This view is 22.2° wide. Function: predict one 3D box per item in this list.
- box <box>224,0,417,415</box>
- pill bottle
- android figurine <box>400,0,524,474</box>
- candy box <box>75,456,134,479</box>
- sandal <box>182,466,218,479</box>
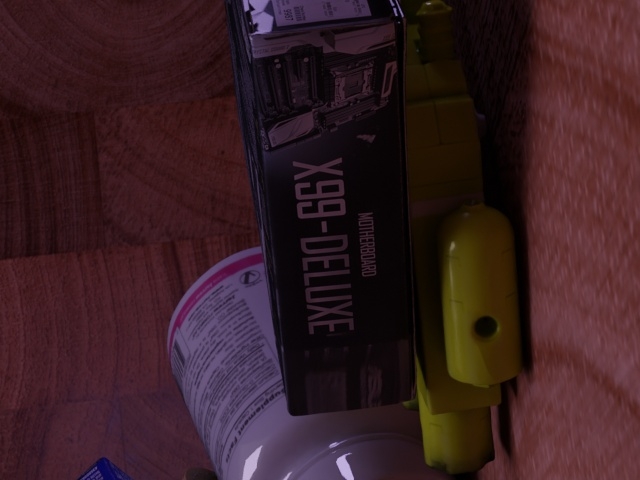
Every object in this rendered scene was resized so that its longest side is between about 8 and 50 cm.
[{"bbox_3d":[-0.010,-0.090,0.937,0.307,0.076,0.242,-103,6,-54],"label":"box"},{"bbox_3d":[-0.003,0.138,1.188,0.283,0.160,0.160,-122,24,-53],"label":"pill bottle"},{"bbox_3d":[0.066,-0.012,0.951,0.248,0.056,0.273,-111,15,-72],"label":"android figurine"},{"bbox_3d":[-0.079,0.350,1.250,0.268,0.122,0.317,48,180,-38],"label":"candy box"},{"bbox_3d":[-0.019,0.267,1.218,0.079,0.240,0.088,-57,8,17],"label":"sandal"}]
